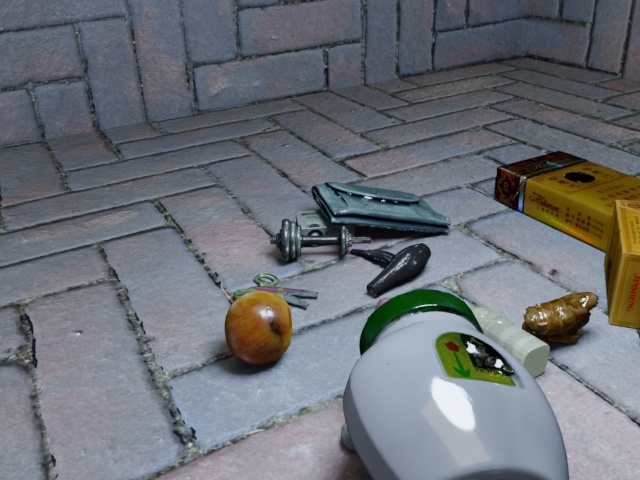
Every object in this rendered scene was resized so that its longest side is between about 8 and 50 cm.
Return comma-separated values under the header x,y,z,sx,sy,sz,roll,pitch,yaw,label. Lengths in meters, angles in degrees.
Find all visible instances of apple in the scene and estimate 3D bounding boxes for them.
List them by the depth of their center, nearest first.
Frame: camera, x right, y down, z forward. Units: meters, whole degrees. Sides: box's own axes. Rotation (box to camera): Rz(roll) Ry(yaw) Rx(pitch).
x,y,z,sx,sy,sz,roll,pitch,yaw,label
-0.114,0.169,1.211,0.147,0.146,0.146,-2,27,1,apple

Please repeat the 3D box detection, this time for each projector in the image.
x,y,z,sx,sy,sz,roll,pitch,yaw,label
0.012,-0.035,1.685,0.147,0.061,0.115,-5,26,-5,projector

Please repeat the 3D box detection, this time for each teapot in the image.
x,y,z,sx,sy,sz,roll,pitch,yaw,label
0.351,0.184,1.215,0.107,0.077,0.200,-14,29,-30,teapot

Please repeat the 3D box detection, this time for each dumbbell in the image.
x,y,z,sx,sy,sz,roll,pitch,yaw,label
0.000,0.000,1.573,0.255,0.110,0.110,0,27,-1,dumbbell

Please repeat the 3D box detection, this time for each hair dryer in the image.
x,y,z,sx,sy,sz,roll,pitch,yaw,label
0.138,0.056,1.519,0.196,0.075,0.219,-32,28,-30,hair dryer

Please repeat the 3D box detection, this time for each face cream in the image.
x,y,z,sx,sy,sz,roll,pitch,yaw,label
0.188,0.253,0.921,0.313,0.219,0.357,10,26,-13,face cream

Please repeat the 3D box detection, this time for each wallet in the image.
x,y,z,sx,sy,sz,roll,pitch,yaw,label
0.163,-0.099,1.707,0.343,0.075,0.237,5,22,-17,wallet

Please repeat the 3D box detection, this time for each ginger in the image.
x,y,z,sx,sy,sz,roll,pitch,yaw,label
0.473,0.161,1.228,0.162,0.103,0.073,-15,52,-10,ginger

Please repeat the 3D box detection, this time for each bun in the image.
x,y,z,sx,sy,sz,roll,pitch,yaw,label
0.074,0.311,1.024,0.084,0.045,0.083,-6,24,2,bun

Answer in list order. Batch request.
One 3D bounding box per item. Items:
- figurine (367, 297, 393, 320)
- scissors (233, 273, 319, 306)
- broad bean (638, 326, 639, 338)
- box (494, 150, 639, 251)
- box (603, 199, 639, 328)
x,y,z,sx,sy,sz,roll,pitch,yaw,label
0.148,0.156,1.297,0.083,0.067,0.071,34,63,26,figurine
-0.096,0.119,1.439,0.187,0.019,0.133,10,26,26,scissors
0.688,0.189,1.167,0.165,0.084,0.114,22,31,30,broad bean
0.722,-0.124,1.737,0.265,0.115,0.415,-16,31,-22,box
0.673,0.043,1.351,0.076,0.174,0.274,8,29,18,box
